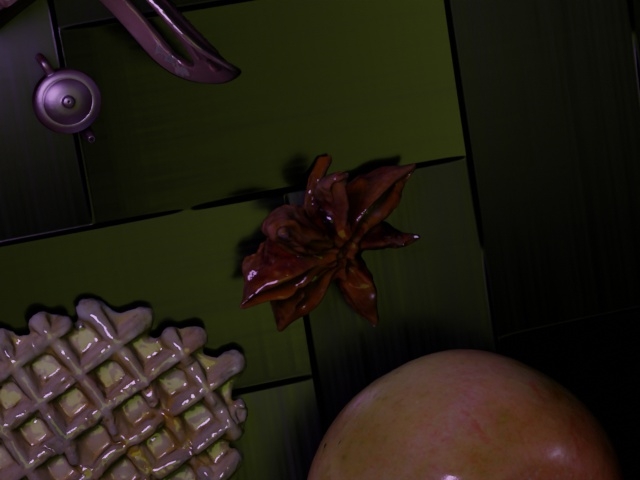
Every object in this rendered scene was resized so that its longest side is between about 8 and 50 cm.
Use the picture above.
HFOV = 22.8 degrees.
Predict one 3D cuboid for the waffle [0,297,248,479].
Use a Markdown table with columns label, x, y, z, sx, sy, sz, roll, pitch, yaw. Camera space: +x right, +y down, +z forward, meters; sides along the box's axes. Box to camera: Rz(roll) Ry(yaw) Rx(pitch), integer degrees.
| label | x | y | z | sx | sy | sz | roll | pitch | yaw |
| --- | --- | --- | --- | --- | --- | --- | --- | --- | --- |
| waffle | -0.223 | 0.216 | 1.611 | 0.291 | 0.056 | 0.309 | 12 | 96 | -13 |

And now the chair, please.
| label | x | y | z | sx | sy | sz | roll | pitch | yaw |
| --- | --- | --- | --- | --- | --- | --- | --- | --- | --- |
| chair | -0.244 | -0.236 | 1.489 | 0.183 | 0.175 | 0.326 | -37 | 98 | -12 |

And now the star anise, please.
| label | x | y | z | sx | sy | sz | roll | pitch | yaw |
| --- | --- | --- | --- | --- | --- | --- | --- | --- | --- |
| star anise | 0.003 | 0.006 | 1.602 | 0.212 | 0.111 | 0.196 | -28 | 125 | -37 |

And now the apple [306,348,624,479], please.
| label | x | y | z | sx | sy | sz | roll | pitch | yaw |
| --- | --- | --- | --- | --- | --- | --- | --- | --- | --- |
| apple | 0.147 | 0.270 | 1.581 | 0.319 | 0.277 | 0.319 | -2 | 98 | -13 |

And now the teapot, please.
| label | x | y | z | sx | sy | sz | roll | pitch | yaw |
| --- | --- | --- | --- | --- | --- | --- | --- | --- | --- |
| teapot | -0.251 | -0.140 | 1.563 | 0.068 | 0.045 | 0.100 | -33 | 103 | -7 |
